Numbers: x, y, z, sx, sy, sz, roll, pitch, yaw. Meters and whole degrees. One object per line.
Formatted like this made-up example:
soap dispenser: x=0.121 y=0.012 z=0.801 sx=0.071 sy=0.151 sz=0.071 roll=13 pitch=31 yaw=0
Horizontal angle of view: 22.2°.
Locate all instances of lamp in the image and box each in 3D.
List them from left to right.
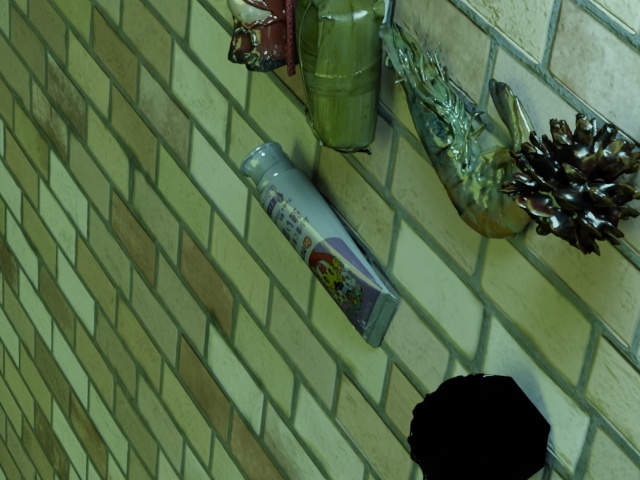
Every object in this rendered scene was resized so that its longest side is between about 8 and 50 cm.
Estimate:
lamp: x=-0.068 y=-0.335 z=2.020 sx=0.118 sy=0.118 sz=0.253 roll=42 pitch=140 yaw=49

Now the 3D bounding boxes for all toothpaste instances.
toothpaste: x=0.000 y=0.000 z=2.100 sx=0.299 sy=0.073 sz=0.114 roll=54 pitch=147 yaw=25

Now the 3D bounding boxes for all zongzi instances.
zongzi: x=0.008 y=-0.219 z=1.958 sx=0.204 sy=0.094 sz=0.204 roll=-124 pitch=30 yaw=-55

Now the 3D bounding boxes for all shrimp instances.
shrimp: x=0.153 y=-0.141 z=1.746 sx=0.296 sy=0.058 sz=0.169 roll=63 pitch=144 yaw=19

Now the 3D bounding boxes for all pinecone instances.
pinecone: x=0.239 y=-0.055 z=1.524 sx=0.120 sy=0.140 sz=0.140 roll=-56 pitch=36 yaw=0

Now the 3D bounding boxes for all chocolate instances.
chocolate: x=0.166 y=0.211 z=1.824 sx=0.133 sy=0.156 sz=0.156 roll=-83 pitch=-18 yaw=-86
